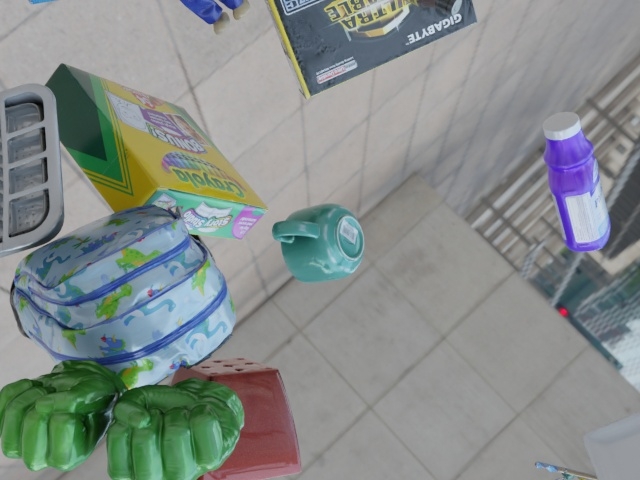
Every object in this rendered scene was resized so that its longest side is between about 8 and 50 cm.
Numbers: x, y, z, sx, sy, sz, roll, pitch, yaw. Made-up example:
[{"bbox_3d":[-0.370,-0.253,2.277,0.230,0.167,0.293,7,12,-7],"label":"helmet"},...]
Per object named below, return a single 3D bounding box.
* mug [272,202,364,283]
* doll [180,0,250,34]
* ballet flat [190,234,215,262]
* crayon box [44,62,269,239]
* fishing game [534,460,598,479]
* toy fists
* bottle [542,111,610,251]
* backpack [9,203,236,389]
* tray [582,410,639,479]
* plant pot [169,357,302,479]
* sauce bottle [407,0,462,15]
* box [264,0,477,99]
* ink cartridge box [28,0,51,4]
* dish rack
[{"bbox_3d":[0.005,0.007,1.267,0.097,0.129,0.158,-11,-169,37],"label":"mug"},{"bbox_3d":[-0.176,-0.355,1.010,0.129,0.046,0.189,-28,139,28],"label":"doll"},{"bbox_3d":[-0.332,-0.019,1.839,0.084,0.250,0.058,-36,180,-33],"label":"ballet flat"},{"bbox_3d":[-0.302,-0.153,1.441,0.106,0.313,0.363,-48,159,15],"label":"crayon box"},{"bbox_3d":[0.457,0.409,1.300,0.264,0.189,0.041,77,26,-76],"label":"fishing game"},{"bbox_3d":[-0.226,0.200,0.853,0.142,0.279,0.096,-54,149,-67],"label":"toy fists"},{"bbox_3d":[0.494,-0.113,1.493,0.092,0.282,0.118,-5,-143,29],"label":"bottle"},{"bbox_3d":[-0.271,0.076,1.078,0.290,0.355,0.273,-24,125,-22],"label":"backpack"},{"bbox_3d":[0.488,0.378,1.095,0.145,0.270,0.030,-31,138,24],"label":"tray"},{"bbox_3d":[-0.218,0.403,1.781,0.267,0.235,0.267,0,-178,-33],"label":"plant pot"},{"bbox_3d":[0.133,-0.345,1.060,0.042,0.128,0.042,-43,152,-29],"label":"sauce bottle"},{"bbox_3d":[0.071,-0.415,1.257,0.322,0.257,0.079,-24,-153,-4],"label":"box"},{"bbox_3d":[-0.388,-0.542,1.273,0.270,0.198,0.197,-19,140,-26],"label":"ink cartridge box"},{"bbox_3d":[-0.537,-0.075,1.167,0.333,0.285,0.072,-15,154,3],"label":"dish rack"}]
